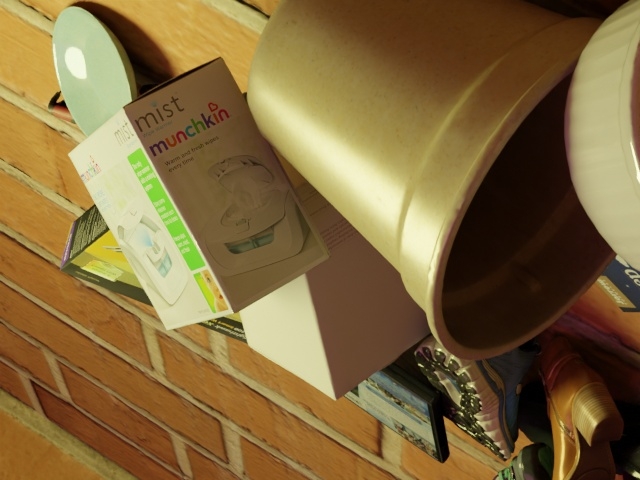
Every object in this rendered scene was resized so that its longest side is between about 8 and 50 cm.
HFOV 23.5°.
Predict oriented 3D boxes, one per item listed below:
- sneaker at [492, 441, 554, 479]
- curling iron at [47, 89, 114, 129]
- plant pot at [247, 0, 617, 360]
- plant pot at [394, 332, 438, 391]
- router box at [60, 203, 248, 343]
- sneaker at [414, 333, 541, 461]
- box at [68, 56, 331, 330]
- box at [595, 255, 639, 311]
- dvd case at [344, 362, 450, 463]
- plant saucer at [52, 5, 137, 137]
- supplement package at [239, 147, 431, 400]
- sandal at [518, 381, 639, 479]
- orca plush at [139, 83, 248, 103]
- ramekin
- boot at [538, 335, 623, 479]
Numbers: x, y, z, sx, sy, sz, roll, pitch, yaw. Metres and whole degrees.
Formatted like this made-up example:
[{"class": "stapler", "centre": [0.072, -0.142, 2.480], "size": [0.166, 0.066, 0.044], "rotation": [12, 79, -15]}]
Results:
[{"class": "sneaker", "centre": [0.261, 0.317, 1.986], "size": [0.098, 0.083, 0.223], "rotation": [-7, 157, 17]}, {"class": "curling iron", "centre": [-0.274, -0.164, 2.075], "size": [0.274, 0.068, 0.035], "rotation": [22, 149, 42]}, {"class": "plant pot", "centre": [0.110, -0.113, 1.411], "size": [0.305, 0.334, 0.334], "rotation": [37, 158, 30]}, {"class": "plant pot", "centre": [0.110, 0.141, 2.056], "size": [0.237, 0.109, 0.237], "rotation": [29, 154, 16]}, {"class": "router box", "centre": [-0.155, 0.022, 2.050], "size": [0.309, 0.081, 0.243], "rotation": [23, 148, -24]}, {"class": "sneaker", "centre": [0.217, 0.164, 1.906], "size": [0.130, 0.147, 0.330], "rotation": [36, 165, 23]}, {"class": "box", "centre": [-0.131, -0.042, 1.600], "size": [0.231, 0.127, 0.262], "rotation": [61, 159, -5]}, {"class": "box", "centre": [0.339, 0.024, 1.613], "size": [0.136, 0.036, 0.225], "rotation": [43, 157, -25]}, {"class": "dvd case", "centre": [0.085, 0.198, 1.995], "size": [0.180, 0.022, 0.253], "rotation": [33, 163, 20]}, {"class": "plant saucer", "centre": [-0.285, -0.214, 2.005], "size": [0.195, 0.037, 0.195], "rotation": [32, 134, 41]}, {"class": "supplement package", "centre": [0.000, 0.000, 1.772], "size": [0.175, 0.177, 0.293], "rotation": [27, 140, 44]}, {"class": "sandal", "centre": [0.404, 0.282, 1.900], "size": [0.446, 0.107, 0.167], "rotation": [5, 139, 52]}, {"class": "orca plush", "centre": [-0.116, -0.114, 1.924], "size": [0.287, 0.102, 0.151], "rotation": [31, 155, 16]}, {"class": "ramekin", "centre": [0.323, -0.086, 1.182], "size": [0.277, 0.277, 0.135], "rotation": [44, 163, -12]}, {"class": "boot", "centre": [0.303, 0.229, 1.880], "size": [0.152, 0.073, 0.197], "rotation": [-116, 35, -48]}]
